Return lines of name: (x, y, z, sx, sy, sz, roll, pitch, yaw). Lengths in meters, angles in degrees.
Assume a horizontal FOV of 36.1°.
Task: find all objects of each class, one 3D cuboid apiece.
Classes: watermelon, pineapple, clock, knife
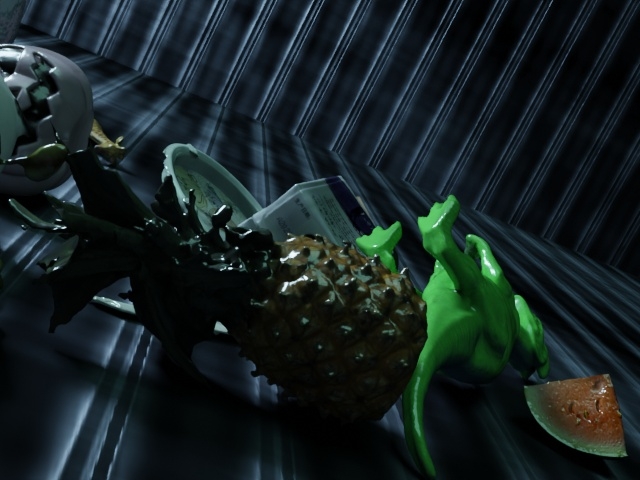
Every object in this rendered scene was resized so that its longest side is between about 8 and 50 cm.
watermelon: (0.308, 0.195, 1.107, 0.125, 0.094, 0.135, 25, 11, -39)
pineapple: (-0.091, 0.040, 0.837, 0.364, 0.166, 0.165, 21, 11, -17)
clock: (-0.121, -0.016, 1.208, 0.236, 0.053, 0.236, 45, 17, -18)
knife: (-0.094, 0.087, 0.983, 0.297, 0.017, 0.047, 12, 13, -32)

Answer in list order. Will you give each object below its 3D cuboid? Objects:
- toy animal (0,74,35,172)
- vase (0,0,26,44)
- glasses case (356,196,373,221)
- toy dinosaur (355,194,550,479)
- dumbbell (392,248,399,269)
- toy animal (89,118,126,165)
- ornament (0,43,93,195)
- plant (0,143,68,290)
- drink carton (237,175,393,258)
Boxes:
toy animal: (-0.393, -0.113, 0.893, 0.235, 0.187, 0.165, 1, 65, -55)
vase: (-0.563, -0.475, 1.587, 0.250, 0.445, 0.250, 24, 9, -4)
glasses case: (0.033, -0.018, 1.687, 0.102, 0.070, 0.193, -6, 16, -4)
toy dinosaur: (0.174, 0.160, 1.114, 0.374, 0.144, 0.500, 51, 28, -30)
dumbbell: (0.053, 0.018, 1.440, 0.081, 0.082, 0.254, 18, 12, -29)
toy animal: (-0.407, -0.193, 1.604, 0.275, 0.054, 0.149, 28, 14, 18)
ornament: (-0.354, -0.142, 1.135, 0.177, 0.178, 0.177, 23, 10, -4)
plant: (-0.376, -0.057, 0.705, 0.333, 0.180, 0.251, 15, 2, -23)
drink carton: (0.000, 0.001, 1.230, 0.134, 0.102, 0.222, 58, 15, 3)
